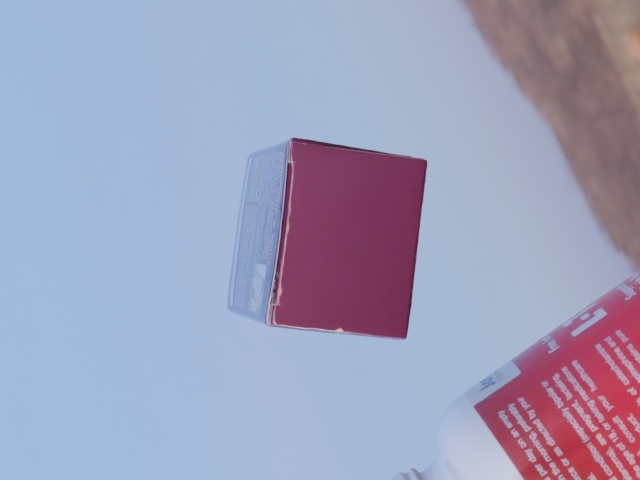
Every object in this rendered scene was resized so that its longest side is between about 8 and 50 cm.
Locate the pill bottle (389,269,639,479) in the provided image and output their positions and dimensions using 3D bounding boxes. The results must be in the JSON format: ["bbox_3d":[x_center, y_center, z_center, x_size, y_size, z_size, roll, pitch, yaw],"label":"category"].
[{"bbox_3d":[0.255,0.186,1.748,0.229,0.407,0.229,55,180,0],"label":"pill bottle"}]

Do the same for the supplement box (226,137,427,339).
[{"bbox_3d":[0.000,0.000,1.143,0.188,0.080,0.104,-178,95,-81],"label":"supplement box"}]
